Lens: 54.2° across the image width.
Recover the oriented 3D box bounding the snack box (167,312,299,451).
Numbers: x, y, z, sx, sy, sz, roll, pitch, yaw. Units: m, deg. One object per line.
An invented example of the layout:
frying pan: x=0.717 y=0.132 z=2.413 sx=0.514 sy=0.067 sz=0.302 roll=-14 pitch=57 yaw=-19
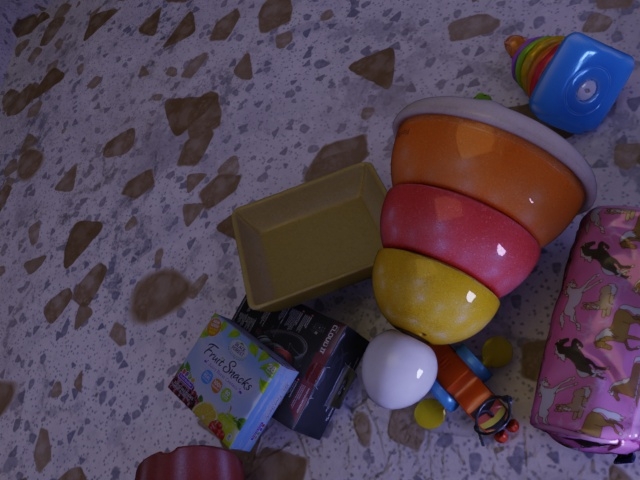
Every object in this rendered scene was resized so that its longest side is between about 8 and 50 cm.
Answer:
snack box: x=-0.167 y=0.262 z=1.178 sx=0.207 sy=0.070 sz=0.174 roll=30 pitch=86 yaw=38

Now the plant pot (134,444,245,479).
plant pot: x=-0.229 y=0.527 z=1.102 sx=0.272 sy=0.272 sz=0.265 roll=-26 pitch=45 yaw=17

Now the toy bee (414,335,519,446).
toy bee: x=0.245 y=0.264 z=1.036 sx=0.195 sy=0.162 sz=0.298 roll=-33 pitch=26 yaw=22

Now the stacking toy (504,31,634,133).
stacking toy: x=0.446 y=-0.350 z=1.249 sx=0.166 sy=0.175 sz=0.302 roll=-65 pitch=27 yaw=26

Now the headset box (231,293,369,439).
headset box: x=-0.060 y=0.238 z=1.241 sx=0.293 sy=0.110 sz=0.218 roll=19 pitch=76 yaw=38

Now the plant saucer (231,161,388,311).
plant saucer: x=0.000 y=0.000 z=1.286 sx=0.332 sy=0.081 sz=0.333 roll=-21 pitch=39 yaw=0

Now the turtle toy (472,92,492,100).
turtle toy: x=0.335 y=-0.243 z=1.297 sx=0.095 sy=0.066 sz=0.130 roll=-7 pitch=61 yaw=28

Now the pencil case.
pencil case: x=0.445 y=0.131 z=0.962 sx=0.167 sy=0.160 sz=0.386 roll=15 pitch=71 yaw=14

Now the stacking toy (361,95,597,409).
stacking toy: x=0.195 y=0.045 z=1.017 sx=0.350 sy=0.350 sz=0.480 roll=20 pitch=80 yaw=38
